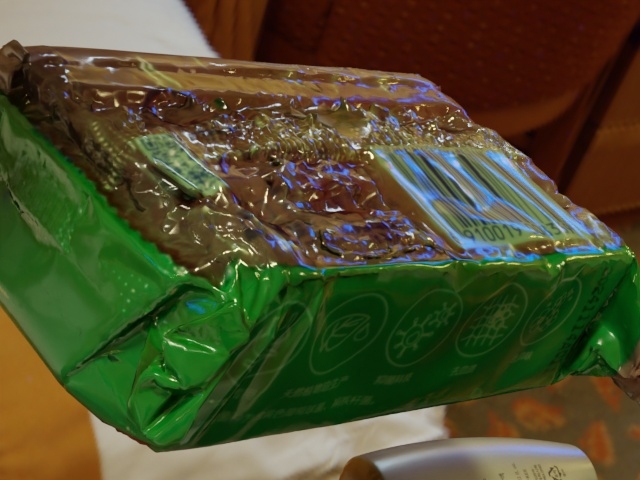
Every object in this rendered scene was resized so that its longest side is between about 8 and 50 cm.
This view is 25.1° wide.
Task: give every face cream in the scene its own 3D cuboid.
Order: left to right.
[{"bbox_3d":[0.072,0.142,0.774,0.182,0.051,0.072,-2,67,-36],"label":"face cream"}]

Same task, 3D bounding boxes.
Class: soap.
[{"bbox_3d":[0.001,-0.002,0.610,0.273,0.098,0.218,-4,36,-46],"label":"soap"}]
